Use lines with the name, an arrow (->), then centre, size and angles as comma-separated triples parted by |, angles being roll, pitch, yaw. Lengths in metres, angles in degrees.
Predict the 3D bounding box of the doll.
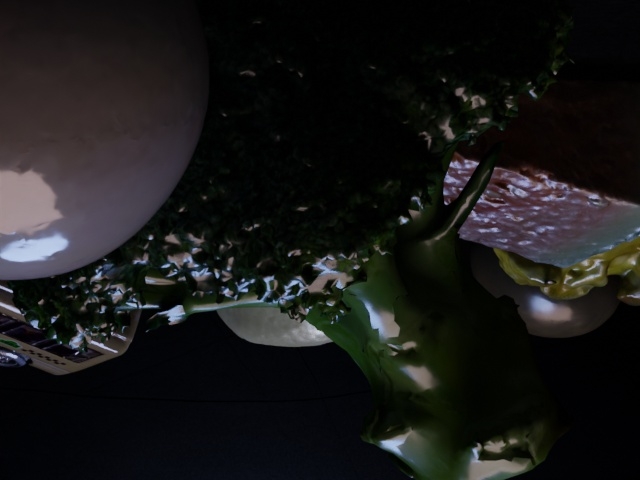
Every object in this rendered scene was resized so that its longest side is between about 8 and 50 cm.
doll -> -0.135, -0.067, 0.490 | 0.221, 0.221, 0.251 | 0, 165, -4

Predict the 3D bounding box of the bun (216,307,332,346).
bun -> 0.000, 0.000, 1.322 | 0.229, 0.145, 0.229 | -11, -161, 4

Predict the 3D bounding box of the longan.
longan -> 0.267, 0.024, 1.653 | 0.184, 0.159, 0.204 | 16, -150, -6

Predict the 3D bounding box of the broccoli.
broccoli -> -0.005, -0.019, 0.672 | 0.297, 0.297, 0.297 | -25, -168, 6

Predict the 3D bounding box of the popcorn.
popcorn -> 0.267, -0.018, 1.360 | 0.195, 0.174, 0.168 | 7, 154, 17

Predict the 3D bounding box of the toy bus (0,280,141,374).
toy bus -> -0.292, 0.007, 1.178 | 0.289, 0.139, 0.157 | 29, 152, -34

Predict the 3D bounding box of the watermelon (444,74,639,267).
watermelon -> 0.108, -0.071, 1.070 | 0.256, 0.140, 0.193 | 12, 160, -27
